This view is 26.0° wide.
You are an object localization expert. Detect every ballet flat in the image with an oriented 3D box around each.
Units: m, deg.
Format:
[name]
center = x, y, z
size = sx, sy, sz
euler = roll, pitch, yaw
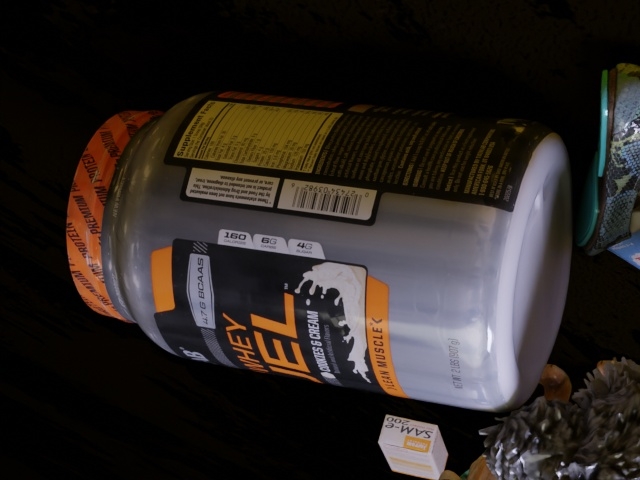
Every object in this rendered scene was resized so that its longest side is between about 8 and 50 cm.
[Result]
[ballet flat]
center = 0.200, -0.042, 0.878
size = 0.070, 0.070, 0.188
euler = 13, 156, 11

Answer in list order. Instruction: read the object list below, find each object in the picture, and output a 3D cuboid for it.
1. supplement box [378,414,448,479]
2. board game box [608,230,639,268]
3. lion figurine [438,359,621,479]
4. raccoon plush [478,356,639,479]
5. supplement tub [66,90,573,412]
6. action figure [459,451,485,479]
[supplement box]
center = 0.106, 0.235, 1.568
size = 0.062, 0.036, 0.098
euler = 10, 155, 17
[board game box]
center = 0.319, 0.016, 0.951
size = 0.211, 0.039, 0.160
euler = 29, 154, -24
[lion figurine]
center = 0.246, 0.263, 1.284
size = 0.142, 0.240, 0.392
euler = -4, 149, 40
[raccoon plush]
center = 0.233, 0.069, 0.740
size = 0.299, 0.216, 0.446
euler = -17, 141, 2
[supplement tub]
center = 0.000, 0.000, 0.946
size = 0.316, 0.193, 0.193
euler = 8, 154, 22
[action figure]
center = 0.276, 0.316, 1.603
size = 0.232, 0.063, 0.137
euler = 18, 153, -10
